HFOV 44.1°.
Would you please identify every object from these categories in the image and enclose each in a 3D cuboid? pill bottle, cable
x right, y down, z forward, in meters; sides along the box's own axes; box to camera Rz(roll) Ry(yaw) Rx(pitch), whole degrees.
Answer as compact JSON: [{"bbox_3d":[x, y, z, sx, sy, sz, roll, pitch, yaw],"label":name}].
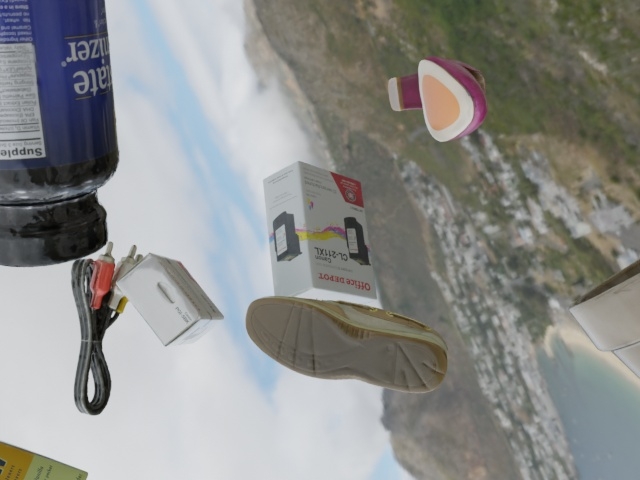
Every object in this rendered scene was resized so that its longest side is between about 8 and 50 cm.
[{"bbox_3d":[-0.207,-0.099,0.556,0.123,0.123,0.219,-100,9,-69],"label":"pill bottle"},{"bbox_3d":[-0.359,0.141,1.295,0.139,0.072,0.287,34,-121,-64],"label":"cable"}]

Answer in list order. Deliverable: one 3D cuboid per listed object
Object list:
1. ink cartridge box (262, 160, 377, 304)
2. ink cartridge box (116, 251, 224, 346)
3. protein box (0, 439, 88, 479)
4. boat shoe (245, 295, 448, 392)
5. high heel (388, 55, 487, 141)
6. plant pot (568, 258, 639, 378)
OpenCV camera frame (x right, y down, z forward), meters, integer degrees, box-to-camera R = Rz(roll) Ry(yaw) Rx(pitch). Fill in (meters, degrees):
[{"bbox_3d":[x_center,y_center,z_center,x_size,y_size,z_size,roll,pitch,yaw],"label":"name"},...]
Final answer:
[{"bbox_3d":[0.000,0.000,1.042,0.127,0.072,0.175,14,-119,-45],"label":"ink cartridge box"},{"bbox_3d":[-0.178,0.073,0.953,0.099,0.056,0.135,51,180,8],"label":"ink cartridge box"},{"bbox_3d":[-0.351,0.247,0.744,0.200,0.201,0.136,-30,38,64],"label":"protein box"},{"bbox_3d":[0.018,0.065,0.520,0.045,0.135,0.050,-36,-40,-69],"label":"boat shoe"},{"bbox_3d":[0.154,-0.152,0.813,0.244,0.117,0.082,-138,38,-78],"label":"high heel"},{"bbox_3d":[0.492,0.109,0.878,0.280,0.323,0.323,60,-177,11],"label":"plant pot"}]
